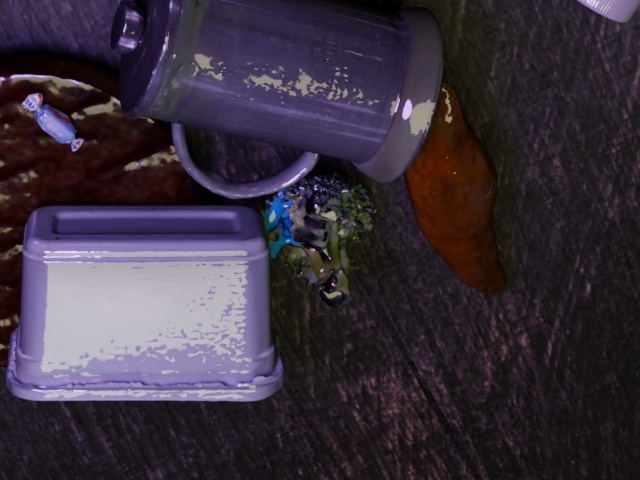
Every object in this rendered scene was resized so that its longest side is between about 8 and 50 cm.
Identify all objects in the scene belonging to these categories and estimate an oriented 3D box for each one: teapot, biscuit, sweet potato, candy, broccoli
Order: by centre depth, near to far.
[{"bbox_3d":[-0.068,-0.169,1.864,0.337,0.200,0.270,12,120,-20],"label":"teapot"},{"bbox_3d":[-0.289,-0.130,1.873,0.030,0.020,0.083,-39,119,19],"label":"candy"},{"bbox_3d":[-0.335,-0.033,1.993,0.407,0.091,0.407,-4,123,-6],"label":"biscuit"},{"bbox_3d":[0.000,0.000,2.011,0.154,0.160,0.167,16,140,-41],"label":"broccoli"},{"bbox_3d":[0.156,-0.062,2.029,0.112,0.112,0.359,-13,139,0],"label":"sweet potato"}]

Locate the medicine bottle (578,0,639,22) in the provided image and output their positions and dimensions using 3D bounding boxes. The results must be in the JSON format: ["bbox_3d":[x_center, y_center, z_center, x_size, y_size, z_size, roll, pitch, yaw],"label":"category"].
[{"bbox_3d":[0.342,-0.336,1.890,0.105,0.105,0.168,22,116,-19],"label":"medicine bottle"}]

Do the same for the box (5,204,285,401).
[{"bbox_3d":[-0.195,0.062,1.927,0.311,0.175,0.182,0,114,-7],"label":"box"}]
